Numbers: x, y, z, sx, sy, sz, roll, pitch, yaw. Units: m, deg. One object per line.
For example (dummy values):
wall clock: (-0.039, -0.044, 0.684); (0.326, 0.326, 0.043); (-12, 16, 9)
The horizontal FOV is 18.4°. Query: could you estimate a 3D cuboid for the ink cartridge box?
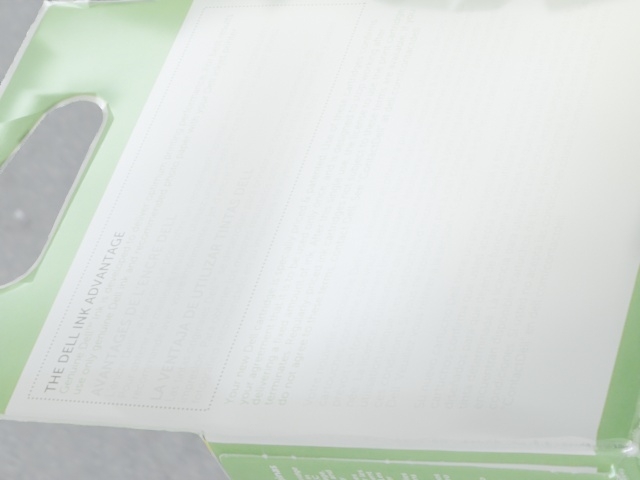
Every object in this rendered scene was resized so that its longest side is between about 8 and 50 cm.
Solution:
ink cartridge box: (0.000, 0.000, 0.564); (0.235, 0.056, 0.171); (-1, 49, 27)
